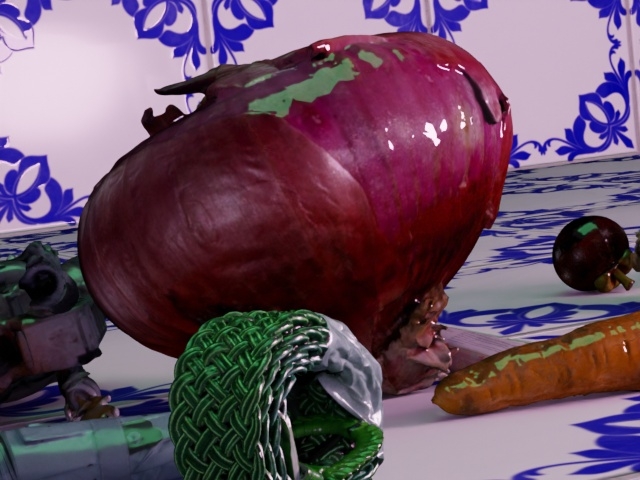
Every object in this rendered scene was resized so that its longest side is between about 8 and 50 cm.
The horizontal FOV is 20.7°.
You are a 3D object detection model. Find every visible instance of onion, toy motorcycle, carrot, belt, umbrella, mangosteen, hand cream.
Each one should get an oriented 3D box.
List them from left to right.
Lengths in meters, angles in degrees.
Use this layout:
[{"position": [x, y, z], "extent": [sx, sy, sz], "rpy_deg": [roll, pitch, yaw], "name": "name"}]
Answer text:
[{"position": [-0.235, 0.075, 1.366], "extent": [0.207, 0.134, 0.401], "rpy_deg": [-16, 8, -16], "name": "toy motorcycle"}, {"position": [-0.148, 0.135, 1.042], "extent": [0.250, 0.052, 0.053], "rpy_deg": [-6, 14, -11], "name": "umbrella"}, {"position": [-0.011, 0.095, 0.938], "extent": [0.079, 0.121, 0.151], "rpy_deg": [-6, 0, 26], "name": "belt"}, {"position": [0.000, 0.000, 1.316], "extent": [0.348, 0.285, 0.347], "rpy_deg": [-29, -11, -6], "name": "onion"}, {"position": [0.102, 0.087, 1.375], "extent": [0.067, 0.043, 0.210], "rpy_deg": [-13, 14, -41], "name": "hand cream"}, {"position": [0.174, 0.087, 1.218], "extent": [0.210, 0.061, 0.061], "rpy_deg": [-11, 6, -15], "name": "carrot"}, {"position": [0.271, 0.015, 1.754], "extent": [0.081, 0.081, 0.081], "rpy_deg": [-6, 5, 1], "name": "mangosteen"}]

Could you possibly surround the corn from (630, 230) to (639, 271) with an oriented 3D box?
[{"position": [0.423, -0.021, 1.560], "extent": [0.322, 0.119, 0.119], "rpy_deg": [-18, -3, 37], "name": "corn"}]
